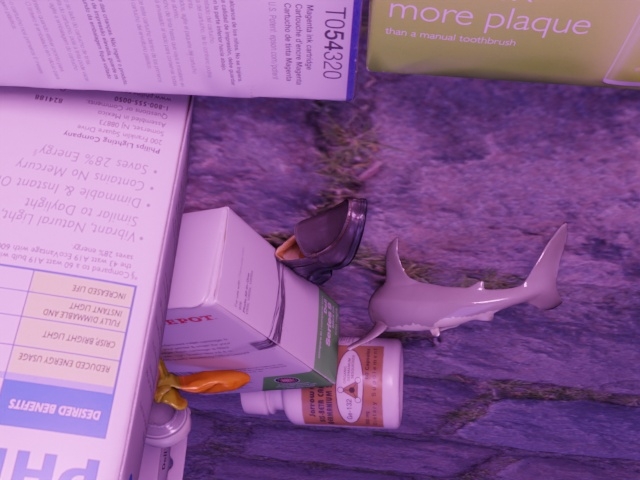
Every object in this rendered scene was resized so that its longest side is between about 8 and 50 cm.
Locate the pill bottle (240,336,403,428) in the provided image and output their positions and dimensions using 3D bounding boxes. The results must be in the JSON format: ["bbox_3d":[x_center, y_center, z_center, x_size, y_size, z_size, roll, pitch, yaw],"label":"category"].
[{"bbox_3d":[0.004,0.206,1.162,0.229,0.131,0.131,0,152,9],"label":"pill bottle"}]

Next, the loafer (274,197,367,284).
[{"bbox_3d":[0.000,0.000,0.845,0.061,0.062,0.170,18,149,-14],"label":"loafer"}]

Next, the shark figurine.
[{"bbox_3d":[0.125,0.047,0.881,0.166,0.116,0.278,-16,-178,-44],"label":"shark figurine"}]

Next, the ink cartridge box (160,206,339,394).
[{"bbox_3d":[-0.130,0.086,0.961,0.211,0.122,0.289,-8,150,25],"label":"ink cartridge box"}]

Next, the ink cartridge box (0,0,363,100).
[{"bbox_3d":[-0.134,-0.208,0.456,0.330,0.072,0.324,2,152,-1],"label":"ink cartridge box"}]

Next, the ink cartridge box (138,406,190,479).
[{"bbox_3d":[-0.378,0.366,1.396,0.353,0.207,0.119,4,171,16],"label":"ink cartridge box"}]

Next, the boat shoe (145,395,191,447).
[{"bbox_3d":[-0.250,0.179,1.038,0.227,0.079,0.081,37,150,40],"label":"boat shoe"}]

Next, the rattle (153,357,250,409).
[{"bbox_3d":[-0.180,0.241,0.916,0.142,0.200,0.130,20,151,-25],"label":"rattle"}]

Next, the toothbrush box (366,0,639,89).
[{"bbox_3d":[0.132,-0.204,0.361,0.206,0.122,0.283,4,151,0],"label":"toothbrush box"}]

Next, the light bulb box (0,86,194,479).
[{"bbox_3d":[-0.308,0.049,0.659,0.357,0.361,0.225,9,152,-6],"label":"light bulb box"}]
